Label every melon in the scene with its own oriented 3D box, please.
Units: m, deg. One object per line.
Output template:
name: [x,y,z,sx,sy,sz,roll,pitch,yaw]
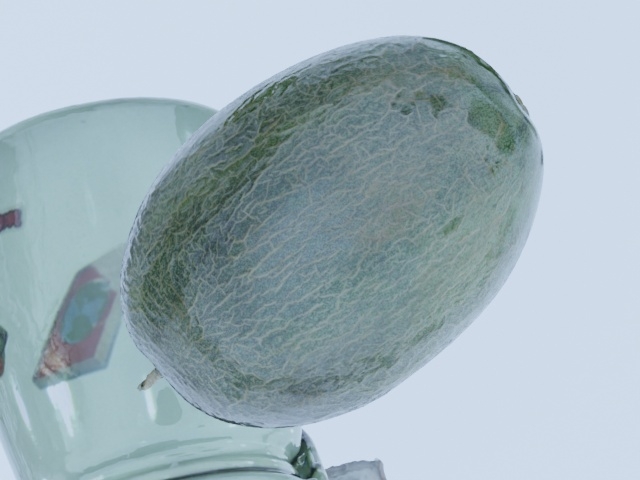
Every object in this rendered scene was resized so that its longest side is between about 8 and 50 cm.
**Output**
melon: [0.000,0.000,0.535,0.167,0.114,0.114,-40,-76,9]

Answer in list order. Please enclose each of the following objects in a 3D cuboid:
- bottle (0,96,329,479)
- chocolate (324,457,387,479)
bottle: [-0.100,0.110,0.964,0.229,0.229,0.352,-9,-113,-19]
chocolate: [-0.089,0.261,1.155,0.303,0.185,0.100,-9,-115,-25]
